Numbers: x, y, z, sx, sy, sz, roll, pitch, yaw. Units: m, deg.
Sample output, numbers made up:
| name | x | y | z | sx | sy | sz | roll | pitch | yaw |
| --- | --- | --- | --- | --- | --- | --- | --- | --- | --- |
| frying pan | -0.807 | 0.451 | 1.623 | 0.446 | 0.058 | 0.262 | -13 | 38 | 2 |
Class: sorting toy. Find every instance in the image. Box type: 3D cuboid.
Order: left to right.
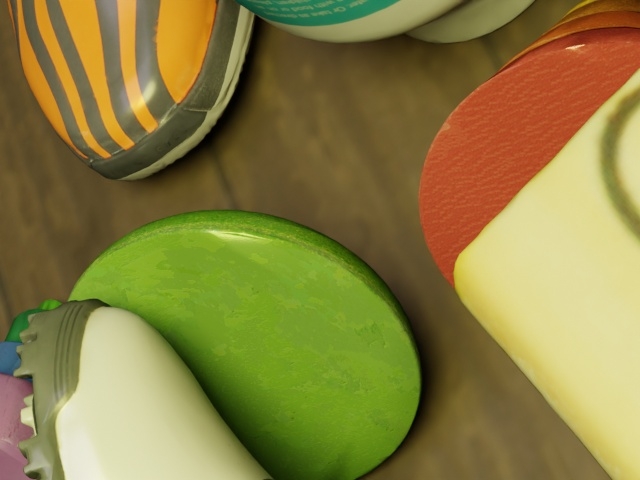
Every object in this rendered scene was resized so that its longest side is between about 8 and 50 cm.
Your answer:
| name | x | y | z | sx | sy | sz | roll | pitch | yaw |
| --- | --- | --- | --- | --- | --- | --- | --- | --- | --- |
| sorting toy | 0.000 | 0.000 | 0.622 | 0.366 | 0.127 | 0.126 | -25 | 31 | 29 |

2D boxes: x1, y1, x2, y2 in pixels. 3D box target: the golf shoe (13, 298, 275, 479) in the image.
| name | x | y | z | sx | sy | sz | roll | pitch | yaw |
| --- | --- | --- | --- | --- | --- | --- | --- | --- | --- |
| golf shoe | 0.004 | 0.125 | 0.536 | 0.120 | 0.105 | 0.273 | -33 | 79 | 10 |

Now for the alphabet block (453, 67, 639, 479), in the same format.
| name | x | y | z | sx | sy | sz | roll | pitch | yaw |
| --- | --- | --- | --- | --- | --- | --- | --- | --- | --- |
| alphabet block | 0.186 | 0.030 | 0.399 | 0.192 | 0.193 | 0.197 | -46 | 53 | 11 |

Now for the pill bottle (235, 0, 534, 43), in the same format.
| name | x | y | z | sx | sy | sz | roll | pitch | yaw |
| --- | --- | --- | --- | --- | --- | --- | --- | --- | --- |
| pill bottle | -0.014 | -0.157 | 0.564 | 0.146 | 0.264 | 0.146 | -14 | 64 | 31 |

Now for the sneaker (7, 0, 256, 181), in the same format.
| name | x | y | z | sx | sy | sz | roll | pitch | yaw |
| --- | --- | --- | --- | --- | --- | --- | --- | --- | --- |
| sneaker | -0.135 | -0.182 | 0.712 | 0.125 | 0.180 | 0.321 | -29 | 58 | 24 |
